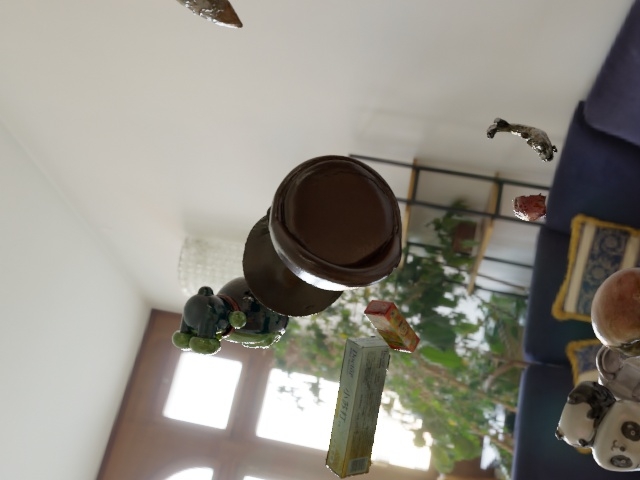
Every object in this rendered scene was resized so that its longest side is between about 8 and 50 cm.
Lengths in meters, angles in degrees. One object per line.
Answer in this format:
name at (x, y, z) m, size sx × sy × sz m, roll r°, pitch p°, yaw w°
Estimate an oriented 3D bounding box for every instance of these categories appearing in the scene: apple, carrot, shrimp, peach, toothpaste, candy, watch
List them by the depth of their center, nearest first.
candy at (0.144, 0.172, 1.367) m, size 0.122 × 0.062 × 0.038 m, roll 53°, pitch -121°, yaw -29°
peach at (0.430, -0.066, 1.374) m, size 0.083 × 0.077 × 0.050 m, roll -11°, pitch 72°, yaw 55°
carrot at (-0.264, -0.525, 1.416) m, size 0.263 × 0.101 × 0.102 m, roll 33°, pitch -121°, yaw -36°
apple at (0.687, 0.155, 1.480) m, size 0.188 × 0.188 × 0.174 m, roll 88°, pitch -172°, yaw -54°
toothpaste at (0.084, 0.371, 1.517) m, size 0.071 × 0.089 × 0.313 m, roll 25°, pitch 109°, yaw 55°
shrimp at (0.468, -0.240, 1.582) m, size 0.219 × 0.152 × 0.046 m, roll -97°, pitch 18°, yaw -62°
watch at (0.894, 0.334, 1.852) m, size 0.196 × 0.244 × 0.231 m, roll -39°, pitch -39°, yaw -38°

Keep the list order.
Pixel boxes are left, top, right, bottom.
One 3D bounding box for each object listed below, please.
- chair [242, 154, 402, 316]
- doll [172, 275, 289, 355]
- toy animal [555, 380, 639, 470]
chair at (0.000, 0.000, 1.164) m, size 0.401 × 0.226 × 0.227 m, roll 139°, pitch 144°, yaw -72°
doll at (-0.203, 0.184, 1.700) m, size 0.321 × 0.198 × 0.186 m, roll -1°, pitch -86°, yaw -50°
toy animal at (0.741, 0.478, 1.732) m, size 0.165 × 0.235 × 0.187 m, roll -6°, pitch -65°, yaw -39°
